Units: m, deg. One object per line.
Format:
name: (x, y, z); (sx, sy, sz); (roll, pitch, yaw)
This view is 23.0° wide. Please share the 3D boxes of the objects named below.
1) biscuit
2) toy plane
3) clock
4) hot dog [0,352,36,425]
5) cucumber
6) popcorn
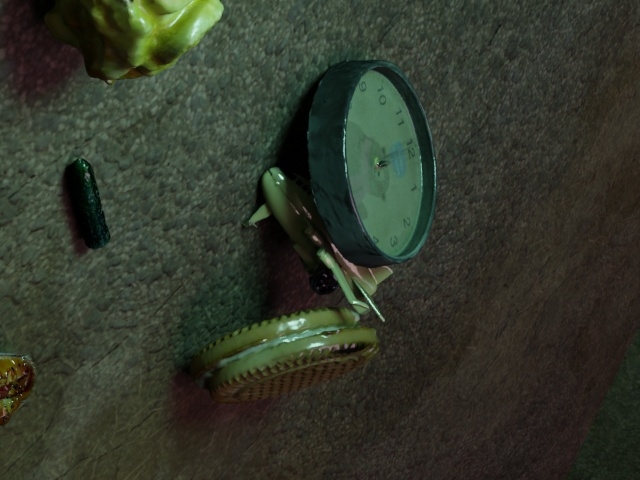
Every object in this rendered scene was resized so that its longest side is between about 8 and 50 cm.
biscuit: (-0.048, 0.157, 2.124); (0.259, 0.079, 0.259); (-16, 165, -5)
toy plane: (0.000, 0.000, 2.109); (0.104, 0.242, 0.256); (-43, 118, 14)
clock: (0.074, -0.102, 2.076); (0.280, 0.055, 0.281); (16, 71, -58)
hot dog: (-0.391, 0.169, 1.745); (0.191, 0.059, 0.108); (-1, 123, -60)
cucumber: (-0.261, -0.043, 1.766); (0.032, 0.032, 0.133); (-42, 149, -28)
popcorn: (-0.188, -0.253, 1.538); (0.185, 0.187, 0.167); (50, 39, -52)
